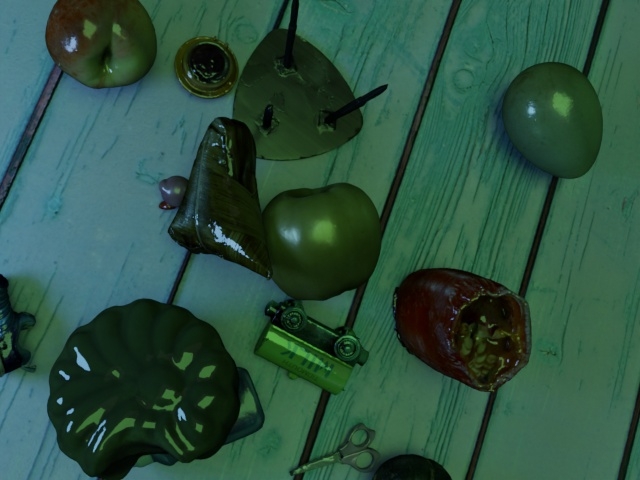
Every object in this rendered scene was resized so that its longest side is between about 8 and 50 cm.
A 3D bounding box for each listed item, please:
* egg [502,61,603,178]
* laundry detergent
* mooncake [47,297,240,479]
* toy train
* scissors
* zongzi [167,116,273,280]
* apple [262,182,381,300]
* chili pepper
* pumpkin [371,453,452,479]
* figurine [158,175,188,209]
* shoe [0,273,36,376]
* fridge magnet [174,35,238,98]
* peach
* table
[{"bbox_3d":[0.562,-0.282,1.569,0.218,0.218,0.296,-38,107,-15],"label":"egg"},{"bbox_3d":[-0.266,0.375,1.345,0.289,0.094,0.144,-22,87,-16],"label":"laundry detergent"},{"bbox_3d":[-0.327,0.278,1.242,0.350,0.187,0.352,0,62,0],"label":"mooncake"},{"bbox_3d":[-0.027,0.235,1.428,0.253,0.105,0.157,29,92,-10],"label":"toy train"},{"bbox_3d":[0.031,0.482,1.449,0.212,0.021,0.111,-13,91,-16],"label":"scissors"},{"bbox_3d":[-0.156,-0.084,1.294,0.134,0.288,0.286,8,103,-47],"label":"zongzi"},{"bbox_3d":[0.000,0.000,1.374,0.262,0.262,0.263,2,84,-14],"label":"apple"},{"bbox_3d":[0.300,0.190,1.409,0.229,0.305,0.252,0,94,-9],"label":"chili pepper"},{"bbox_3d":[0.199,0.557,1.420,0.190,0.146,0.191,0,87,8],"label":"pumpkin"},{"bbox_3d":[-0.304,-0.103,1.401,0.083,0.067,0.071,-8,107,-31],"label":"figurine"},{"bbox_3d":[-0.619,0.166,1.289,0.106,0.091,0.207,-8,81,-37],"label":"shoe"},{"bbox_3d":[-0.250,-0.384,1.445,0.142,0.063,0.143,2,82,-18],"label":"fridge magnet"},{"bbox_3d":[-0.449,-0.426,1.345,0.232,0.232,0.233,2,84,-14],"label":"peach"},{"bbox_3d":[-0.044,-0.320,1.396,0.317,0.249,0.318,2,84,-14],"label":"table"}]
